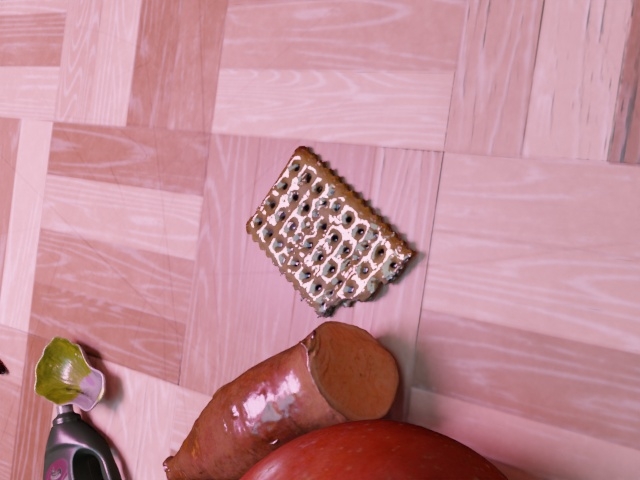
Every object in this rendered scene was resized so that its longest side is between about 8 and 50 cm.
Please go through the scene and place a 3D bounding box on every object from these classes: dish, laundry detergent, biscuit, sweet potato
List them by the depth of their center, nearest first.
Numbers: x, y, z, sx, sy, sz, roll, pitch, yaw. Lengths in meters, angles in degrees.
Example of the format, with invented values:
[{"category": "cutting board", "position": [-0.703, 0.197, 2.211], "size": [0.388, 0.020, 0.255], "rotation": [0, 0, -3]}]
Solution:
[{"category": "sweet potato", "position": [-0.073, 0.210, 0.844], "size": [0.337, 0.131, 0.131], "rotation": [-37, 68, 27]}, {"category": "biscuit", "position": [0.001, 0.000, 0.872], "size": [0.203, 0.016, 0.144], "rotation": [48, 113, 27]}, {"category": "laundry detergent", "position": [-0.330, 0.328, 1.059], "size": [0.137, 0.063, 0.210], "rotation": [-21, 74, 30]}, {"category": "dish", "position": [-0.344, 0.195, 1.086], "size": [0.137, 0.039, 0.091], "rotation": [20, 87, 30]}]

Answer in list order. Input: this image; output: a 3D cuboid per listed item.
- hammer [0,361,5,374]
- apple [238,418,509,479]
[{"category": "hammer", "position": [-0.565, 0.173, 1.256], "size": [0.178, 0.021, 0.065], "rotation": [34, 107, 28]}, {"category": "apple", "position": [0.050, 0.332, 0.648], "size": [0.349, 0.277, 0.348], "rotation": [16, 118, 32]}]
